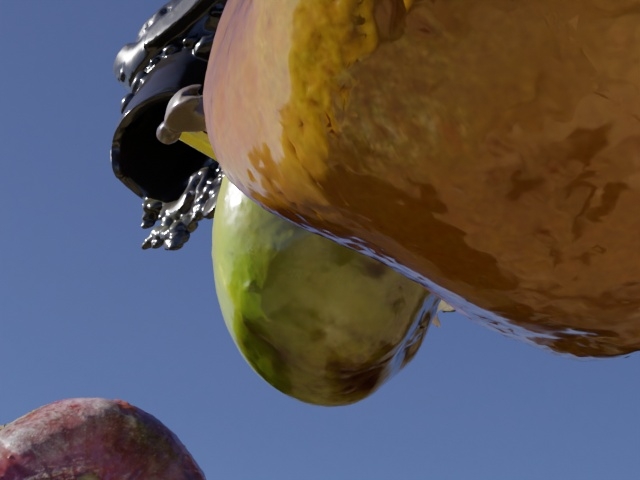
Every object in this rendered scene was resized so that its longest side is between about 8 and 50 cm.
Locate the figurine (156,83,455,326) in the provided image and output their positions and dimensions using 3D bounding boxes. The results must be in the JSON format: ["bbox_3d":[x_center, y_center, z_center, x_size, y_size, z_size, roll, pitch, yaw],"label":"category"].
[{"bbox_3d":[0.015,-0.034,1.019,0.137,0.112,0.229,10,-28,45],"label":"figurine"}]

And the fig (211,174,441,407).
[{"bbox_3d":[0.010,0.005,0.889,0.121,0.153,0.136,3,-3,13],"label":"fig"}]

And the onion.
[{"bbox_3d":[-0.139,0.167,0.997,0.159,0.159,0.195,4,-15,-16],"label":"onion"}]

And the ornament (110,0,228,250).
[{"bbox_3d":[-0.071,-0.123,1.442,0.106,0.260,0.251,38,-71,-22],"label":"ornament"}]

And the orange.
[{"bbox_3d":[0.078,-0.059,0.527,0.249,0.183,0.249,-19,2,1],"label":"orange"}]
